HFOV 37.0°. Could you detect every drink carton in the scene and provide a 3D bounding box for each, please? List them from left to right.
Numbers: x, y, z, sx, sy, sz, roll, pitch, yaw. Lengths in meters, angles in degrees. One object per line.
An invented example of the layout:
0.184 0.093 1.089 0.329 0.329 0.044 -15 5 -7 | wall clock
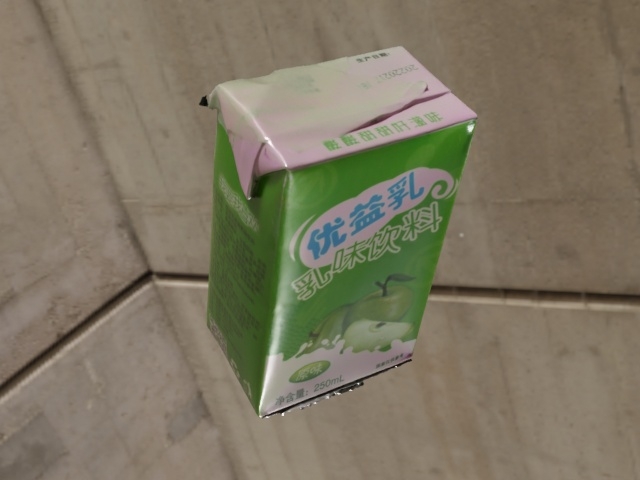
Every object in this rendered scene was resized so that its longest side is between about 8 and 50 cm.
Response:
0.000 0.000 0.729 0.161 0.108 0.271 -18 -42 -27 | drink carton
